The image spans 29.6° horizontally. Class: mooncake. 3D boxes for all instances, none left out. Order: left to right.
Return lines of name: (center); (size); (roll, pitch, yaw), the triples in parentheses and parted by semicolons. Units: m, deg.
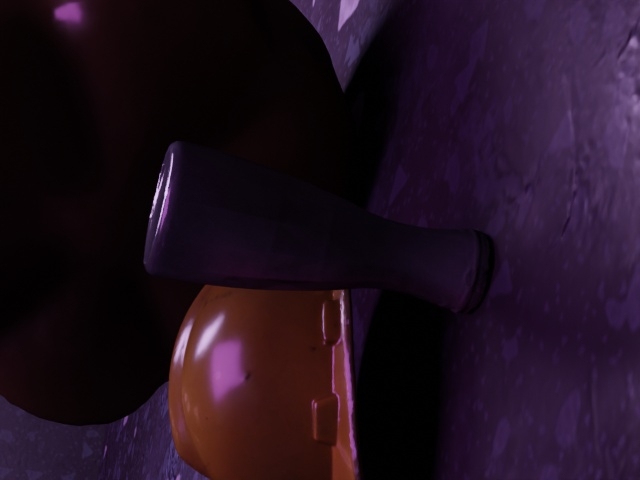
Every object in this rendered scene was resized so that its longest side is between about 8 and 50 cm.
mooncake: (-0.195, -0.068, 1.121); (0.262, 0.467, 0.467); (-108, 33, -59)

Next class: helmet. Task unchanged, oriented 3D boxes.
helmet: (-0.039, 0.111, 0.876); (0.205, 0.140, 0.257); (88, -178, -59)

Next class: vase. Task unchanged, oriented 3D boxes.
vase: (0.000, 0.000, 0.776); (0.086, 0.214, 0.086); (-168, 90, -77)
